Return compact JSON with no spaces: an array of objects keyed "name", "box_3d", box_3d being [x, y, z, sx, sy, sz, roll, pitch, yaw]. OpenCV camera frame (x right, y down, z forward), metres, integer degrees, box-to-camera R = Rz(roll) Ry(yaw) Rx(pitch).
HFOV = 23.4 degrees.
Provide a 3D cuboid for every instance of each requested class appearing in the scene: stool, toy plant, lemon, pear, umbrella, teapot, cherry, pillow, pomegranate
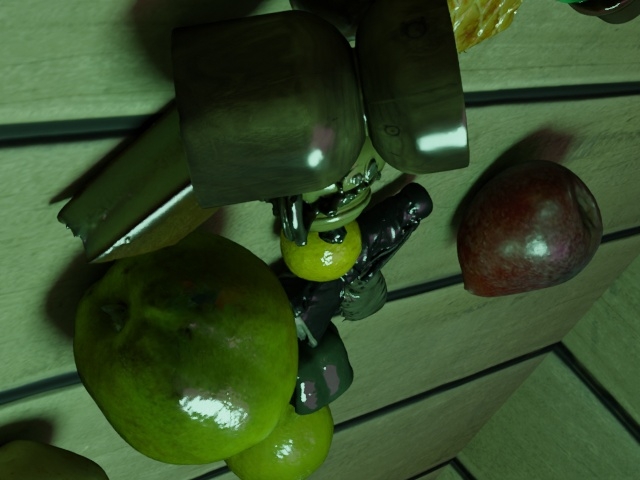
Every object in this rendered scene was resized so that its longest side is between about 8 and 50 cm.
[{"name":"stool","box_3d":[-0.001,-0.136,1.478,0.264,0.179,0.179,-9,158,2]},{"name":"toy plant","box_3d":[0.356,-0.349,1.975,0.143,0.105,0.200,-32,145,15]},{"name":"lemon","box_3d":[0.000,0.000,2.019,0.109,0.109,0.133,-33,158,-22]},{"name":"pear","box_3d":[-0.152,0.127,1.810,0.269,0.269,0.321,-44,142,6]},{"name":"umbrella","box_3d":[0.020,0.043,2.152,0.357,0.106,0.113,-37,154,-14]},{"name":"teapot","box_3d":[-0.006,-0.073,1.703,0.269,0.173,0.182,-73,157,-58]},{"name":"cherry","box_3d":[0.322,-0.020,2.464,0.239,0.206,0.239,-11,180,0]},{"name":"pillow","box_3d":[0.059,0.081,2.379,0.093,0.051,0.241,-40,162,-5]},{"name":"lemon","box_3d":[-0.071,0.301,2.413,0.184,0.184,0.248,-36,159,-16]},{"name":"pomegranate","box_3d":[-0.360,0.364,1.950,0.233,0.233,0.233,-36,159,-16]}]

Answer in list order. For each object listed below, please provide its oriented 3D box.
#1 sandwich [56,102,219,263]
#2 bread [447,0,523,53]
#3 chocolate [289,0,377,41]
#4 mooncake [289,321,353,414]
[{"name":"sandwich","box_3d":[-0.151,-0.072,1.615,0.258,0.094,0.096,-40,156,-1]},{"name":"bread","box_3d":[0.166,-0.278,1.805,0.188,0.068,0.125,-27,155,-35]},{"name":"chocolate","box_3d":[0.041,-0.286,1.526,0.148,0.093,0.214,-37,160,-9]},{"name":"mooncake","box_3d":[-0.042,0.176,2.229,0.168,0.175,0.104,-73,151,-49]}]
